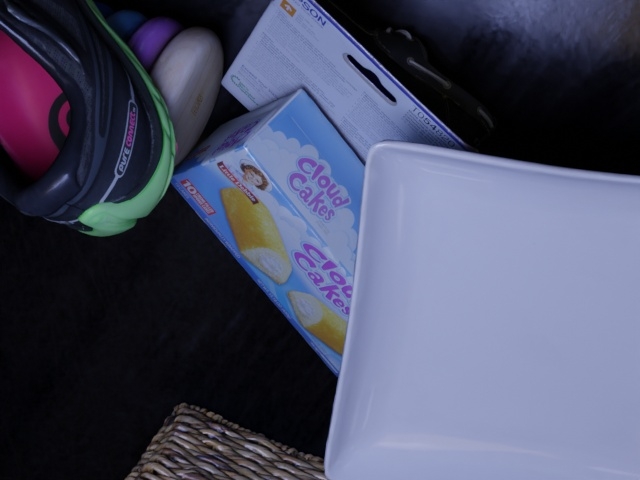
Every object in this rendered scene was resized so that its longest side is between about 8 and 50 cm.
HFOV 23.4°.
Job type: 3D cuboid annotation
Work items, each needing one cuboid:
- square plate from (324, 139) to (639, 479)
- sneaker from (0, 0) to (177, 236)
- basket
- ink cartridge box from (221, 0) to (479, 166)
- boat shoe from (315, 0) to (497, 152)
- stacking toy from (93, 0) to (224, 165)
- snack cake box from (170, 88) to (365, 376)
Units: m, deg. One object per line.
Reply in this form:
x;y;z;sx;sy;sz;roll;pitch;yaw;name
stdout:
0.193;0.082;1.335;0.347;0.049;0.344;7;118;0;square plate
-0.307;-0.210;1.302;0.185;0.202;0.483;-44;81;16;sneaker
-0.077;0.344;1.574;0.299;0.223;0.213;22;116;3;basket
0.029;-0.122;1.372;0.223;0.045;0.224;44;154;-1;ink cartridge box
0.060;-0.157;1.420;0.233;0.079;0.084;42;161;0;boat shoe
-0.263;-0.189;1.459;0.330;0.141;0.141;24;116;11;stacking toy
0.000;0.000;1.434;0.264;0.089;0.152;50;151;-14;snack cake box
